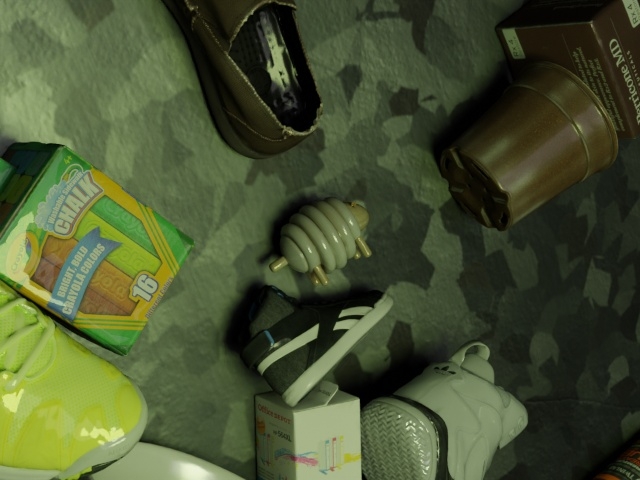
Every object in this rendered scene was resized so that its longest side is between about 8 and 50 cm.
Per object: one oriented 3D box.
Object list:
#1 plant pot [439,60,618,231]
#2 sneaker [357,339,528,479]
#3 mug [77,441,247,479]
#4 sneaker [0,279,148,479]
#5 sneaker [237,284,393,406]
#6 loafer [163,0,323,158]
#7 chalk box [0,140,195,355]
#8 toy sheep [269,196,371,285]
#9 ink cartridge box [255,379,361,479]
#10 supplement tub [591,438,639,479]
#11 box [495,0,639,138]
[{"bbox_3d":[0.247,-0.107,1.312,0.165,0.167,0.167,-38,116,-15],"label":"plant pot"},{"bbox_3d":[0.164,0.301,1.308,0.210,0.137,0.366,-36,127,-36],"label":"sneaker"},{"bbox_3d":[-0.213,0.381,1.012,0.374,0.276,0.328,26,93,-4],"label":"mug"},{"bbox_3d":[-0.312,0.067,0.850,0.385,0.147,0.145,28,44,-7],"label":"sneaker"},{"bbox_3d":[-0.009,0.083,1.202,0.121,0.079,0.217,44,40,6],"label":"sneaker"},{"bbox_3d":[-0.080,-0.255,1.074,0.134,0.130,0.366,-36,114,-25],"label":"loafer"},{"bbox_3d":[-0.253,-0.007,0.988,0.213,0.132,0.132,38,74,-32],"label":"chalk box"},{"bbox_3d":[0.000,0.000,1.193,0.132,0.091,0.091,-34,114,-21],"label":"toy sheep"},{"bbox_3d":[-0.015,0.228,1.207,0.090,0.092,0.143,-7,99,-33],"label":"ink cartridge box"},{"bbox_3d":[0.456,0.366,1.541,0.198,0.106,0.106,-31,112,-28],"label":"supplement tub"},{"bbox_3d":[0.372,-0.253,1.363,0.203,0.167,0.168,-40,116,-24],"label":"box"}]
